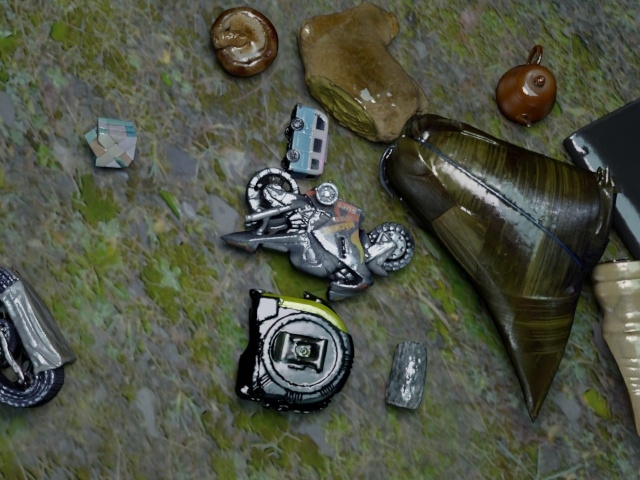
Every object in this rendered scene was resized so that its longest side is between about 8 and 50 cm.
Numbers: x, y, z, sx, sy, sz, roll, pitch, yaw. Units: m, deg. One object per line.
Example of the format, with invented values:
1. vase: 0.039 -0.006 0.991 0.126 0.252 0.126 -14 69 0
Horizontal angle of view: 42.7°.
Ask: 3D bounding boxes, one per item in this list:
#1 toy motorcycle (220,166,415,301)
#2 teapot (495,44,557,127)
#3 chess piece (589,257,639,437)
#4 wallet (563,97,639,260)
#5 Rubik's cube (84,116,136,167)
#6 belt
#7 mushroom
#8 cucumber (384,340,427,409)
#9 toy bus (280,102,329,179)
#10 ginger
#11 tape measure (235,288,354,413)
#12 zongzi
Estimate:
1. toy motorcycle: 0.000 0.000 1.362 0.307 0.108 0.173 24 81 -2
2. teapot: 0.380 -0.276 1.481 0.116 0.116 0.173 14 75 -6
3. chess piece: 0.536 0.181 1.390 0.137 0.137 0.301 -2 82 -10
4. wallet: 0.635 -0.061 1.505 0.228 0.062 0.406 -28 83 -14
5. Rubik's cube: -0.347 -0.157 1.354 0.084 0.075 0.073 11 121 -8
6. belt: -0.474 0.144 1.238 0.140 0.126 0.230 -28 83 -12
7. mushroom: -0.131 -0.345 1.420 0.127 0.087 0.127 1 81 -6
8. cucumber: 0.145 0.223 1.359 0.064 0.064 0.112 13 76 -7
9. toy bus: -0.024 -0.168 1.415 0.075 0.060 0.123 9 79 -12
10. ginger: 0.081 -0.302 1.429 0.276 0.130 0.221 34 66 -7
11. tape measure: -0.036 0.176 1.315 0.186 0.112 0.199 10 78 -10
12. zongzi: 0.255 0.034 1.351 0.403 0.208 0.432 21 80 -5
